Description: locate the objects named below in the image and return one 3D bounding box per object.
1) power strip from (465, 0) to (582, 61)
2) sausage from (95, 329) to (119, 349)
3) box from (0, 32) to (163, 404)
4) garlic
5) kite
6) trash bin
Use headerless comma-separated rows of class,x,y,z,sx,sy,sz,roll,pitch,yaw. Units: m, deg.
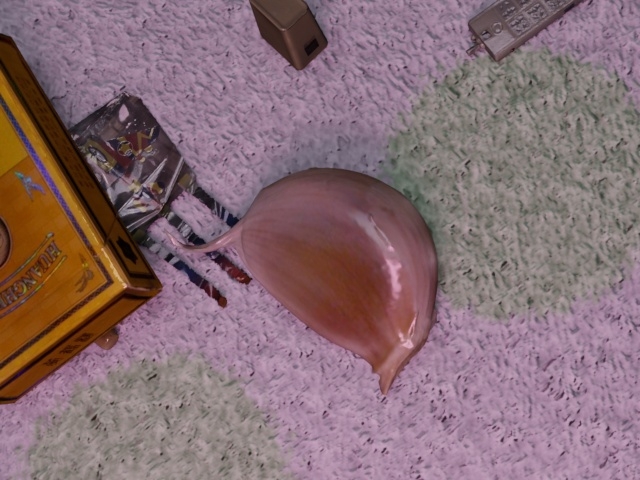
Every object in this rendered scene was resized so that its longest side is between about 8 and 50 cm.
power strip,0.195,-0.218,1.599,0.136,0.019,0.051,-35,74,-2
sausage,-0.241,0.053,1.587,0.024,0.024,0.132,-44,73,-5
box,-0.306,-0.024,1.558,0.193,0.084,0.301,-37,75,15
garlic,-0.002,-0.004,1.535,0.266,0.128,0.148,30,63,22
kite,-0.156,-0.034,1.603,0.245,0.015,0.141,39,80,17
trash bin,-0.033,-0.209,1.593,0.043,0.092,0.061,-44,73,-3
